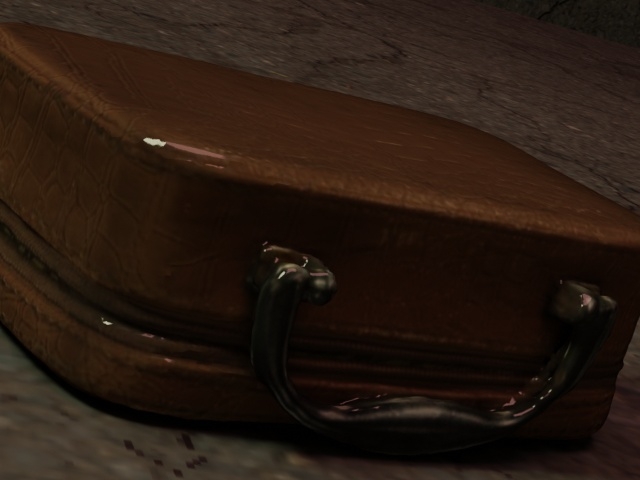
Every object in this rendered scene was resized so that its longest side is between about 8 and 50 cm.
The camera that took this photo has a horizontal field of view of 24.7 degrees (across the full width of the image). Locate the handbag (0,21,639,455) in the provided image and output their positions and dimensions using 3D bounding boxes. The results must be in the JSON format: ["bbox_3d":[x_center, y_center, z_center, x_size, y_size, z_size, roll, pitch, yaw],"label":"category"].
[{"bbox_3d":[0.000,0.000,0.425,0.193,0.072,0.151,10,15,-35],"label":"handbag"}]
